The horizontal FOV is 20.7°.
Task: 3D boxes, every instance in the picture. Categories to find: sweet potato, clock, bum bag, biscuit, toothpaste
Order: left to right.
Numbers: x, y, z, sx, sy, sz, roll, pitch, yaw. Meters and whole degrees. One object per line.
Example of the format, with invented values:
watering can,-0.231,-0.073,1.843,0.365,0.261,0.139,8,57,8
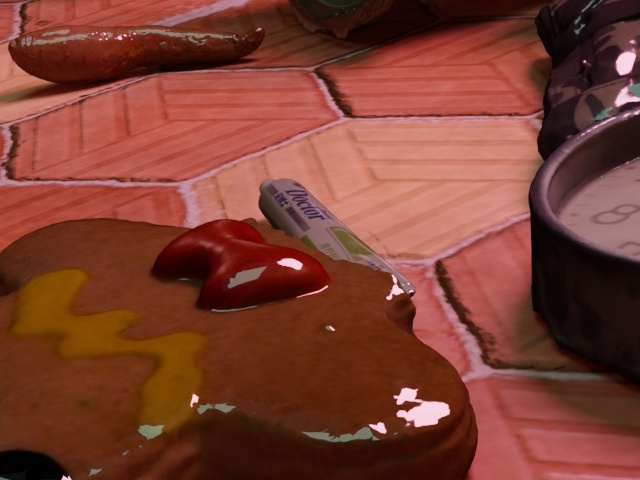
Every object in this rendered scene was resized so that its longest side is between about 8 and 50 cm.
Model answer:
biscuit,-0.153,0.076,0.833,0.394,0.076,0.368,-20,25,-26
sweet potato,-0.153,-0.161,1.473,0.214,0.050,0.050,-4,21,-4
toothpaste,0.000,0.000,1.026,0.048,0.029,0.197,-15,25,-14
bum bag,0.216,-0.132,1.187,0.144,0.095,0.340,-20,17,14
clock,0.266,-0.013,0.900,0.325,0.067,0.325,-8,21,3

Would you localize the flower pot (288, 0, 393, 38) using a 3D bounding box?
flower pot,0.106,-0.327,1.518,0.259,0.290,0.290,-8,18,-29
